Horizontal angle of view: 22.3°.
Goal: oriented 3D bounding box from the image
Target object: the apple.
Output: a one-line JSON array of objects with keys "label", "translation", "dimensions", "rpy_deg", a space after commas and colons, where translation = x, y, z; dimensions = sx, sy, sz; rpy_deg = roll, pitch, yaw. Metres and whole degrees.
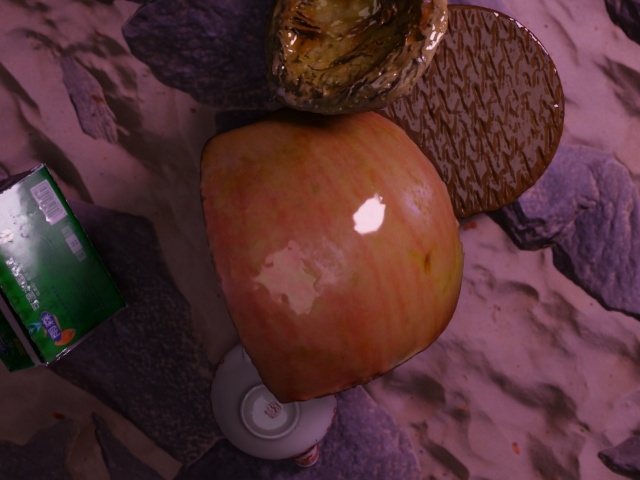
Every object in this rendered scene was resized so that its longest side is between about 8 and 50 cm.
[{"label": "apple", "translation": [0.000, 0.000, 1.920], "dimensions": [0.314, 0.252, 0.309], "rpy_deg": [-26, 110, -22]}]

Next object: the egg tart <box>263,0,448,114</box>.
[{"label": "egg tart", "translation": [0.048, -0.237, 1.888], "dimensions": [0.252, 0.098, 0.232], "rpy_deg": [-35, 60, 16]}]

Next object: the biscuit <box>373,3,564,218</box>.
[{"label": "biscuit", "translation": [0.166, -0.156, 1.957], "dimensions": [0.262, 0.037, 0.262], "rpy_deg": [1, 105, 3]}]

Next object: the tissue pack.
[{"label": "tissue pack", "translation": [-0.373, 0.039, 1.993], "dimensions": [0.156, 0.148, 0.209], "rpy_deg": [-14, 110, 48]}]

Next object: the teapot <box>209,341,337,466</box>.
[{"label": "teapot", "translation": [-0.064, 0.185, 2.038], "dimensions": [0.159, 0.116, 0.245], "rpy_deg": [-12, 99, 18]}]
